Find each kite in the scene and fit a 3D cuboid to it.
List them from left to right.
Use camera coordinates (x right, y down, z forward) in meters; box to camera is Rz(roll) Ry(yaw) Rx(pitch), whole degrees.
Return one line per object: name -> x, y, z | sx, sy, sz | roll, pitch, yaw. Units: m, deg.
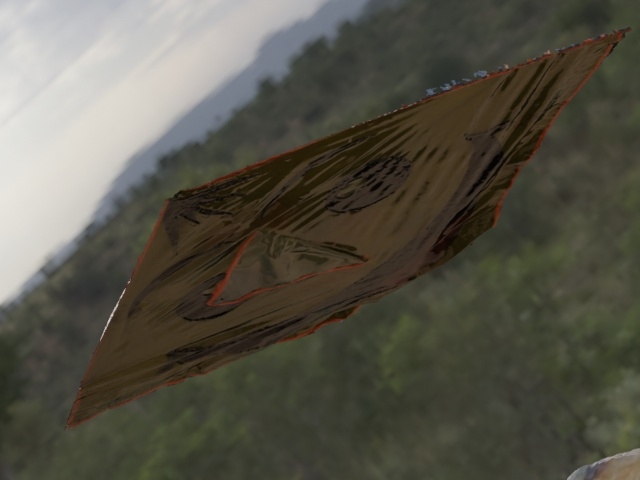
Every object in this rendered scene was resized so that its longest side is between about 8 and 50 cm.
kite -> -0.001, -0.002, 0.928 | 0.377, 0.013, 0.327 | -36, -20, 17

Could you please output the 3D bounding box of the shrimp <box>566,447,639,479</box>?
shrimp -> 0.248, 0.240, 1.033 | 0.365, 0.071, 0.233 | 7, 77, 48
